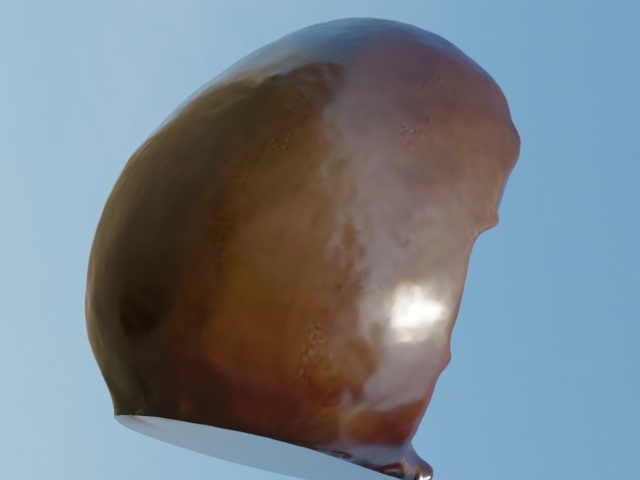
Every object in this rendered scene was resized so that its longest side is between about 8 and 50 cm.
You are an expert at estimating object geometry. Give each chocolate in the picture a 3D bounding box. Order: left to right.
[{"bbox_3d":[0.000,0.000,0.561,0.124,0.127,0.133,0,-110,32],"label":"chocolate"}]
